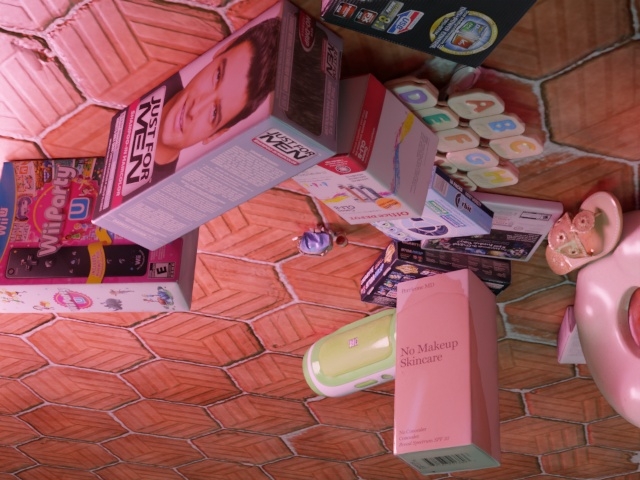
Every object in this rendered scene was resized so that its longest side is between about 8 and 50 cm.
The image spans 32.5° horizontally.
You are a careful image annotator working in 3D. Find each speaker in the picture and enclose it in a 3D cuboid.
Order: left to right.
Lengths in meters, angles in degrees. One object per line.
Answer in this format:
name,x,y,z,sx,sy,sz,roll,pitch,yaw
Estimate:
speaker,0.104,0.215,2.126,0.131,0.131,0.296,27,143,-36

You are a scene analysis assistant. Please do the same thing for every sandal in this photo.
sandal,0.394,0.005,1.740,0.079,0.088,0.240,-20,163,-18

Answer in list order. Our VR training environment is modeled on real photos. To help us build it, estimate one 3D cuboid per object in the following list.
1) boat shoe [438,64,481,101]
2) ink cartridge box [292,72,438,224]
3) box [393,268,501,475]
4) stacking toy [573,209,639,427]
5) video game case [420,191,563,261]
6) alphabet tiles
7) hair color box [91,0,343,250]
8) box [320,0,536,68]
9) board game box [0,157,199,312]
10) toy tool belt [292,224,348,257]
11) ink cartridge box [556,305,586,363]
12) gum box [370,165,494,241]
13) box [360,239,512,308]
boat shoe,0.185,-0.202,1.470,0.035,0.035,0.100,14,149,-19
ink cartridge box,0.053,-0.117,1.466,0.128,0.127,0.176,-5,152,40
box,0.210,0.218,1.826,0.148,0.311,0.121,-15,146,27
stacking toy,0.692,0.106,1.777,0.480,0.350,0.350,-7,154,-19
video game case,0.276,-0.023,1.794,0.190,0.022,0.173,7,150,-8
alphabet tiles,0.157,-0.141,1.549,0.278,0.021,0.284,-8,150,38
hair color box,-0.141,-0.142,1.456,0.113,0.185,0.374,28,142,-36
box,0.148,-0.319,1.240,0.216,0.060,0.270,14,149,-18
board game box,-0.343,-0.009,1.673,0.303,0.224,0.097,-2,151,8
toy tool belt,0.000,0.000,1.832,0.083,0.052,0.051,-7,157,17
ink cartridge box,0.606,0.156,2.035,0.296,0.066,0.261,1,151,2
gum box,0.146,-0.052,1.690,0.184,0.041,0.157,-4,152,43
box,0.201,0.072,1.939,0.220,0.051,0.175,11,149,-14
